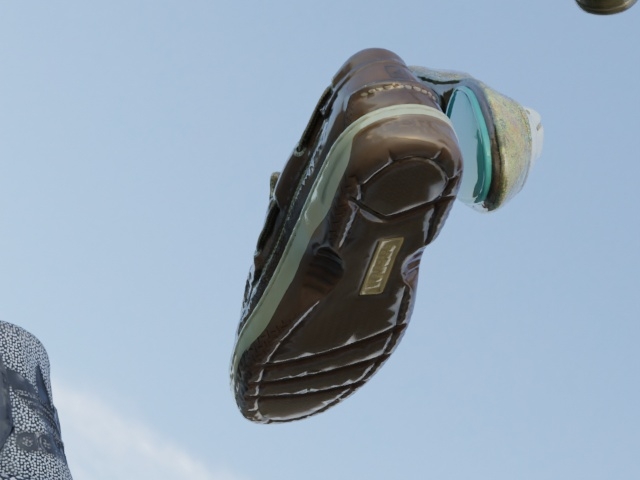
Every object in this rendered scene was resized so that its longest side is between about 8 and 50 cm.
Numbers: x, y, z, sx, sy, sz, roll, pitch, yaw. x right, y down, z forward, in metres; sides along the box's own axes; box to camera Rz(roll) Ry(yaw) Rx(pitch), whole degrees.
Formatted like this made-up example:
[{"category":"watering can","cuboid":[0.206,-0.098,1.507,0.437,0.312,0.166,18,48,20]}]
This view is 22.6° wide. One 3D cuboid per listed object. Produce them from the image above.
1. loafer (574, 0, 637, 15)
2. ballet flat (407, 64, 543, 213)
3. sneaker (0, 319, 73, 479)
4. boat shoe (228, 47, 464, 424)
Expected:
[{"category":"loafer","cuboid":[0.182,-0.212,1.021,0.056,0.148,0.050,-4,-26,22]},{"category":"ballet flat","cuboid":[0.162,-0.111,1.633,0.123,0.123,0.348,66,-7,-21]},{"category":"sneaker","cuboid":[-0.070,0.095,0.458,0.269,0.153,0.101,-1,-31,9]},{"category":"boat shoe","cuboid":[0.007,0.000,0.894,0.257,0.095,0.095,-61,-143,43]}]
